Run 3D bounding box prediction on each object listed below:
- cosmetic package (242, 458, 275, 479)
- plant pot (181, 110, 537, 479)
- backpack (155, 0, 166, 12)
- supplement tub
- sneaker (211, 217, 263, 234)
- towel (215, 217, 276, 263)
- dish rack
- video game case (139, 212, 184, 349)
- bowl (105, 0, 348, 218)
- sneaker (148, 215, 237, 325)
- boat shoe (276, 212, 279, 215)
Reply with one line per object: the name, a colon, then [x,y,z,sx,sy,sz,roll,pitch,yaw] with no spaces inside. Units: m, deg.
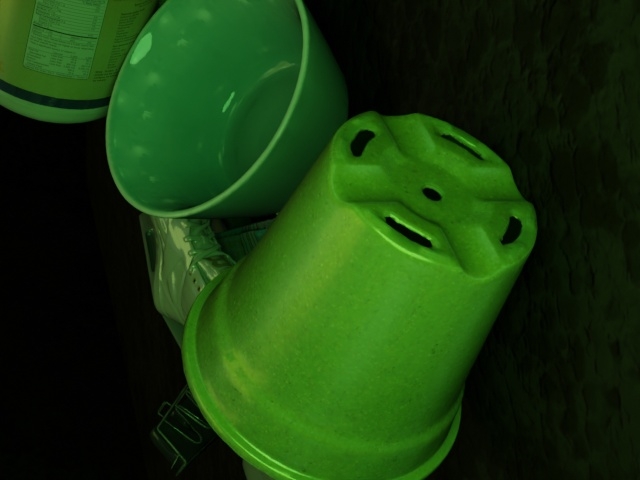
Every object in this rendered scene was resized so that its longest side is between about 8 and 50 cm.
cosmetic package: [0.002,0.245,1.233,0.151,0.151,0.183,-117,28,-49]
plant pot: [0.047,0.037,0.904,0.254,0.276,0.276,-63,36,41]
backpack: [-0.198,-0.337,1.551,0.355,0.273,0.290,75,176,-52]
supplement tub: [-0.309,-0.329,1.302,0.316,0.228,0.228,-64,34,37]
sneaker: [-0.129,0.042,1.653,0.121,0.111,0.300,132,127,-62]
towel: [-0.101,0.113,1.513,0.370,0.040,0.271,-10,86,54]
dish rack: [-0.100,0.151,1.323,0.074,0.208,0.271,39,123,6]
video game case: [-0.223,0.143,1.844,0.300,0.036,0.329,-116,2,-59]
bowl: [-0.088,-0.152,1.245,0.311,0.163,0.311,-16,64,35]
sneaker: [-0.162,-0.004,1.472,0.169,0.108,0.292,24,123,48]
boat shoe: [0.000,0.000,1.263,0.258,0.084,0.095,-125,34,-57]
